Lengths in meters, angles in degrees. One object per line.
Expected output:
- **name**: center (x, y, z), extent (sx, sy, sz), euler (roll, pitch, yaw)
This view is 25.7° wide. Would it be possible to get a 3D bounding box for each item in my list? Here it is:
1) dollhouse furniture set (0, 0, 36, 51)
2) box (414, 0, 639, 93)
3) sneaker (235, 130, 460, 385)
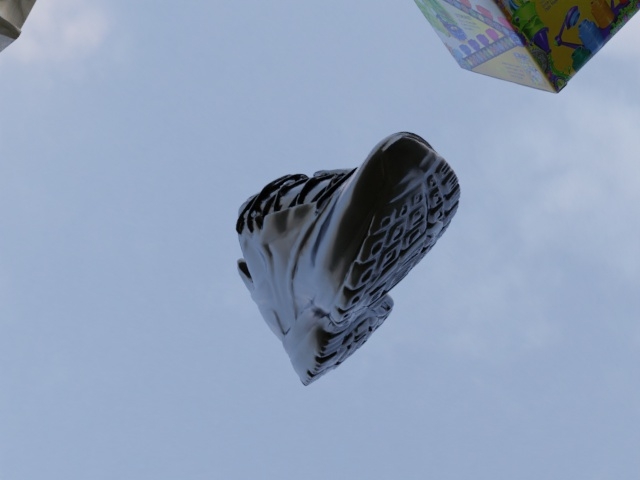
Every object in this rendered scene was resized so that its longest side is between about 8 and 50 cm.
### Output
- **dollhouse furniture set**: center (-0.426, -0.302, 1.591), extent (0.129, 0.183, 0.129), euler (-27, -145, 41)
- **box**: center (0.205, -0.347, 1.328), extent (0.290, 0.279, 0.177), euler (-44, -151, -9)
- **sneaker**: center (0.000, 0.000, 0.980), extent (0.109, 0.286, 0.130), euler (-36, -102, -31)
